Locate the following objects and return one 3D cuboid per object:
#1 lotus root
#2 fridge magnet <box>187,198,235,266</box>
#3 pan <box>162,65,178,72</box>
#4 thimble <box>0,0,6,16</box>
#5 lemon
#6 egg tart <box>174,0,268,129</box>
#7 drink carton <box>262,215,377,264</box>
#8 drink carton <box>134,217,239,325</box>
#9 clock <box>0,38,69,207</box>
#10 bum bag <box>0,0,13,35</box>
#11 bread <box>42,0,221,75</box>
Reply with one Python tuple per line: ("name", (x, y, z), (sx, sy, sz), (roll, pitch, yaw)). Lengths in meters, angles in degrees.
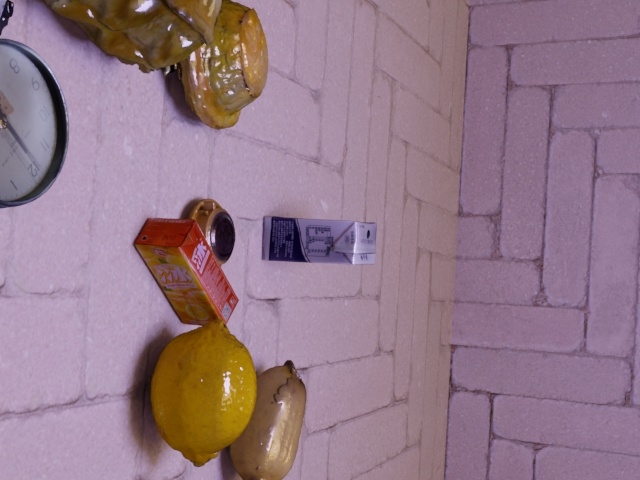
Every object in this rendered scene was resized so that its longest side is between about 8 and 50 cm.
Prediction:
("lotus root", (-0.111, 0.392, 1.762), (0.146, 0.131, 0.303), (36, 55, -35))
("fridge magnet", (-0.205, -0.008, 1.598), (0.143, 0.063, 0.143), (-1, 90, -67))
("pan", (-0.277, -0.328, 1.455), (0.115, 0.023, 0.068), (22, 73, -68))
("thimble", (-0.442, -0.301, 0.974), (0.127, 0.118, 0.151), (8, 83, -66))
("lemon", (-0.203, 0.261, 1.476), (0.188, 0.188, 0.257), (20, 77, -65))
("egg tart", (-0.171, -0.336, 1.566), (0.288, 0.118, 0.288), (-1, 90, -77))
("drink carton", (0.001, 0.000, 1.863), (0.134, 0.222, 0.102), (7, 85, -66))
("drink carton", (-0.231, 0.059, 1.503), (0.223, 0.096, 0.071), (68, 34, -43))
("clock", (-0.420, -0.153, 1.123), (0.226, 0.049, 0.226), (2, 90, -65))
("bum bag", (-0.425, -0.357, 1.071), (0.087, 0.049, 0.198), (-90, 171, -67))
("bread", (-0.274, -0.384, 1.248), (0.252, 0.238, 0.196), (22, 34, -59))
